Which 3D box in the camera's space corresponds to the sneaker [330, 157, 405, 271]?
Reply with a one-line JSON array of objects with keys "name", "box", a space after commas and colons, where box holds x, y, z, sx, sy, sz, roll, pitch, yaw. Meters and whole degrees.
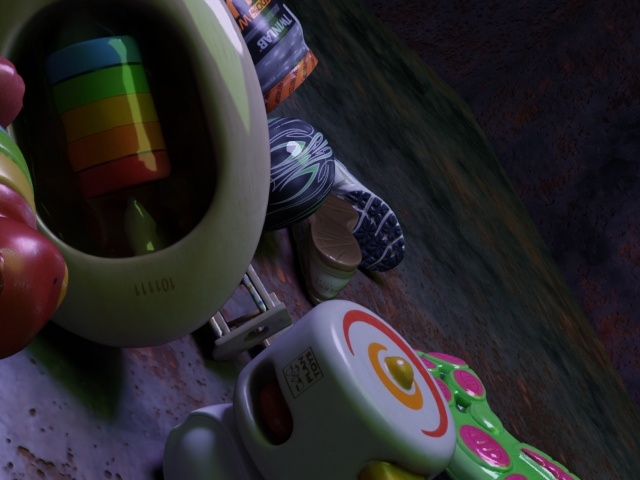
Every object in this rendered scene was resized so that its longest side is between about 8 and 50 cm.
[{"name": "sneaker", "box": [0.044, -0.072, 2.013, 0.283, 0.110, 0.122, 49, 15, -6]}]

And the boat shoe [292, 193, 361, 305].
[{"name": "boat shoe", "box": [0.000, 0.000, 1.827, 0.104, 0.089, 0.285, 20, 22, -9]}]

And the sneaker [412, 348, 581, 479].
[{"name": "sneaker", "box": [0.162, 0.298, 1.501, 0.185, 0.202, 0.483, 2, 28, -32]}]

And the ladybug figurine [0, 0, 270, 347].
[{"name": "ladybug figurine", "box": [-0.211, -0.115, 1.188, 0.162, 0.305, 0.449, 153, -75, -81]}]

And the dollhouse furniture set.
[{"name": "dollhouse furniture set", "box": [-0.115, 0.061, 1.452, 0.182, 0.101, 0.161, 58, -5, 24]}]

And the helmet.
[{"name": "helmet", "box": [-0.060, -0.097, 1.691, 0.169, 0.161, 0.169, 54, 16, -22]}]

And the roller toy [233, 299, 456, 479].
[{"name": "roller toy", "box": [0.028, 0.159, 1.105, 0.191, 0.146, 0.209, 48, 19, -3]}]

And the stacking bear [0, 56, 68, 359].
[{"name": "stacking bear", "box": [-0.287, -0.015, 0.928, 0.164, 0.175, 0.289, 6, 29, -36]}]

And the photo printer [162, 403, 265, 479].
[{"name": "photo printer", "box": [-0.016, 0.297, 1.143, 0.256, 0.107, 0.308, 25, 31, -52]}]

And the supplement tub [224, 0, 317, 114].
[{"name": "supplement tub", "box": [-0.164, -0.358, 1.933, 0.316, 0.193, 0.193, 45, 19, -15]}]
